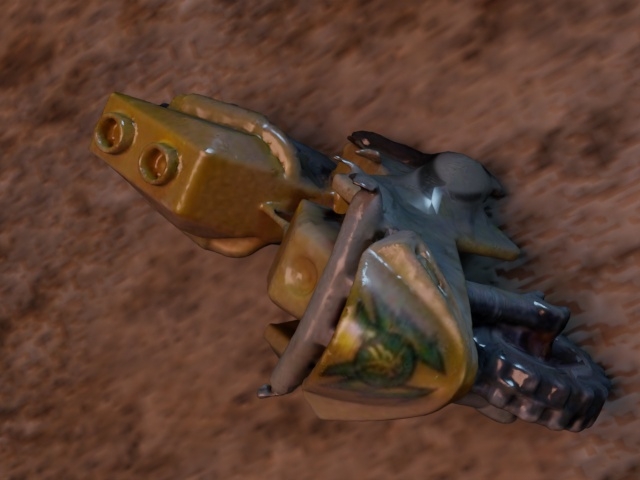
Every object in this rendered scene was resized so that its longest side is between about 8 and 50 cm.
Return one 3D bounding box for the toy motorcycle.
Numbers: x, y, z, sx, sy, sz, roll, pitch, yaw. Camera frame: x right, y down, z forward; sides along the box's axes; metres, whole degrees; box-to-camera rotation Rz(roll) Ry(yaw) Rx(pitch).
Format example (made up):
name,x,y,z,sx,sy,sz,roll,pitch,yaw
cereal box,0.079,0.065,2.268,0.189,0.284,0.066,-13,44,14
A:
name,x,y,z,sx,sy,sz,roll,pitch,yaw
toy motorcycle,0.000,0.001,0.547,0.229,0.130,0.094,35,110,30
